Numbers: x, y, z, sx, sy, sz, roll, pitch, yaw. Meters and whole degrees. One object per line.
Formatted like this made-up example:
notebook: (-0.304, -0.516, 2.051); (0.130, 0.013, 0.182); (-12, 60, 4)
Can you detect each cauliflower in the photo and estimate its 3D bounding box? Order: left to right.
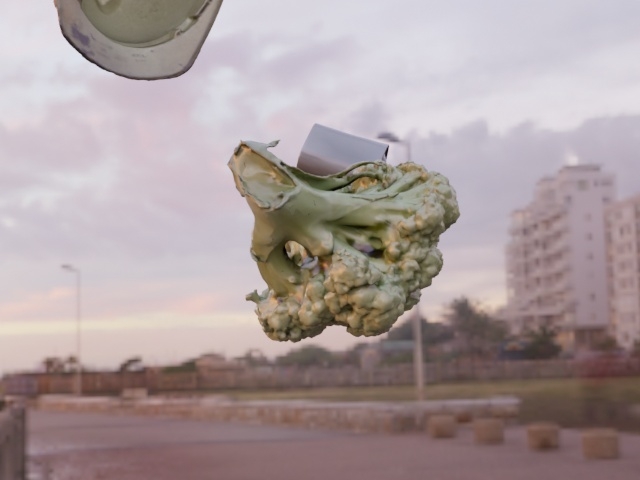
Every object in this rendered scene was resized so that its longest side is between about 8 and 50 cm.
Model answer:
cauliflower: (0.018, 0.016, 1.539); (0.327, 0.260, 0.281); (-46, -30, 25)

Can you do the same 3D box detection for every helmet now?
helmet: (-0.214, -0.302, 1.338); (0.204, 0.257, 0.137); (17, -5, -29)

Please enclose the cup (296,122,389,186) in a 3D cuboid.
cup: (0.034, -0.104, 1.877); (0.130, 0.095, 0.128); (20, -33, 8)
